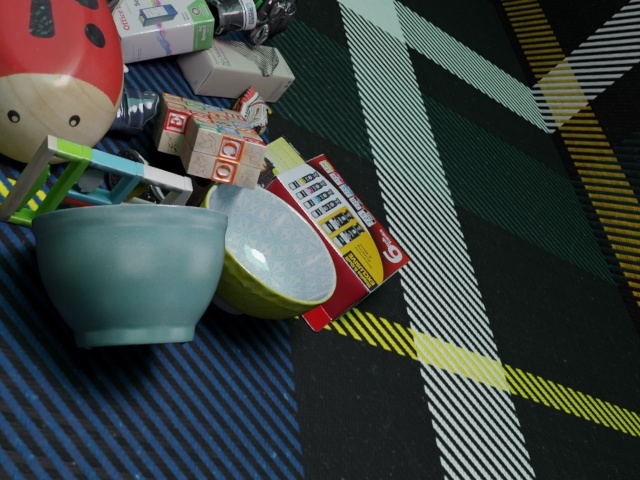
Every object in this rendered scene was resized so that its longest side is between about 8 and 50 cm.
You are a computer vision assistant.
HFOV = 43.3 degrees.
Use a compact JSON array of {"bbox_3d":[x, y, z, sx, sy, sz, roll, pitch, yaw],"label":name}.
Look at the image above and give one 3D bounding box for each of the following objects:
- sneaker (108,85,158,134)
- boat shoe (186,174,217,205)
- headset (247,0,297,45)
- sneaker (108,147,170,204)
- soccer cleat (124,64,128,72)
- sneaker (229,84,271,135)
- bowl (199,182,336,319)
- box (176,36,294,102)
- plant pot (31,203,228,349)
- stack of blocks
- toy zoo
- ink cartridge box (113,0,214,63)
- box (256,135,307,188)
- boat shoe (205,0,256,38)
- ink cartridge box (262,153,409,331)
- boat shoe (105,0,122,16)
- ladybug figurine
[{"bbox_3d":[-0.412,-0.306,1.582,0.164,0.086,0.226,-4,68,-37],"label":"sneaker"},{"bbox_3d":[-0.233,-0.142,1.646,0.066,0.063,0.184,42,35,-8],"label":"boat shoe"},{"bbox_3d":[-0.178,-0.596,2.047,0.243,0.185,0.394,33,4,-32],"label":"headset"},{"bbox_3d":[-0.307,-0.065,1.499,0.234,0.084,0.097,56,11,10],"label":"sneaker"},{"bbox_3d":[-0.438,-0.382,1.689,0.083,0.035,0.029,33,36,-20],"label":"soccer cleat"},{"bbox_3d":[-0.163,-0.270,1.832,0.093,0.088,0.225,42,36,-17],"label":"sneaker"},{"bbox_3d":[-0.130,0.046,1.475,0.290,0.156,0.289,33,28,-21],"label":"bowl"},{"bbox_3d":[-0.198,-0.407,1.923,0.275,0.094,0.113,-7,60,-51],"label":"box"},{"bbox_3d":[-0.284,0.065,1.226,0.293,0.293,0.196,5,79,-45],"label":"plant pot"},{"bbox_3d":[-0.221,-0.196,1.544,0.171,0.087,0.297,12,16,-20],"label":"stack of blocks"},{"bbox_3d":[-0.347,-0.062,1.327,0.293,0.192,0.030,17,45,-38],"label":"toy zoo"},{"bbox_3d":[-0.357,-0.483,1.753,0.213,0.093,0.154,-17,64,-20],"label":"ink cartridge box"},{"bbox_3d":[-0.122,-0.158,1.789,0.087,0.058,0.232,47,33,0],"label":"box"},{"bbox_3d":[-0.252,-0.525,1.897,0.105,0.113,0.306,-16,24,-22],"label":"boat shoe"},{"bbox_3d":[0.000,0.000,1.700,0.309,0.130,0.272,51,35,4],"label":"ink cartridge box"},{"bbox_3d":[-0.440,-0.530,1.643,0.103,0.092,0.285,22,61,-19],"label":"boat shoe"},{"bbox_3d":[-0.494,-0.351,1.406,0.305,0.162,0.449,-4,66,-24],"label":"ladybug figurine"}]
